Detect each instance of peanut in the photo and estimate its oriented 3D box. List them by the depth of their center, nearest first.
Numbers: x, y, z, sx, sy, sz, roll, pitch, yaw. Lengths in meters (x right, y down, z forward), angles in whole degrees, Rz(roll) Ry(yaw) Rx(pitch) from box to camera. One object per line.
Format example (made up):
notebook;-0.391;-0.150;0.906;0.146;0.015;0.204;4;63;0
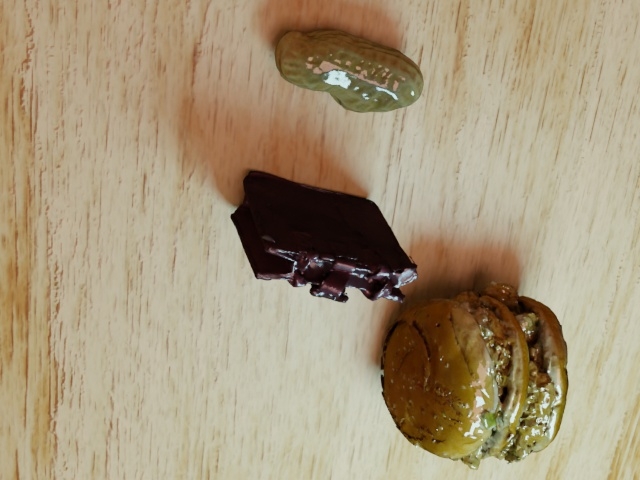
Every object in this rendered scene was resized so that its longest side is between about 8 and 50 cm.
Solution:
peanut;0.035;-0.211;1.369;0.194;0.083;0.093;12;148;-14

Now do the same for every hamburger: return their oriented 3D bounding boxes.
hamburger;0.216;0.198;1.552;0.211;0.245;0.260;4;155;-25

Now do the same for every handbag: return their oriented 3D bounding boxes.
handbag;-0.001;0.002;1.395;0.203;0.216;0.074;10;116;-21
